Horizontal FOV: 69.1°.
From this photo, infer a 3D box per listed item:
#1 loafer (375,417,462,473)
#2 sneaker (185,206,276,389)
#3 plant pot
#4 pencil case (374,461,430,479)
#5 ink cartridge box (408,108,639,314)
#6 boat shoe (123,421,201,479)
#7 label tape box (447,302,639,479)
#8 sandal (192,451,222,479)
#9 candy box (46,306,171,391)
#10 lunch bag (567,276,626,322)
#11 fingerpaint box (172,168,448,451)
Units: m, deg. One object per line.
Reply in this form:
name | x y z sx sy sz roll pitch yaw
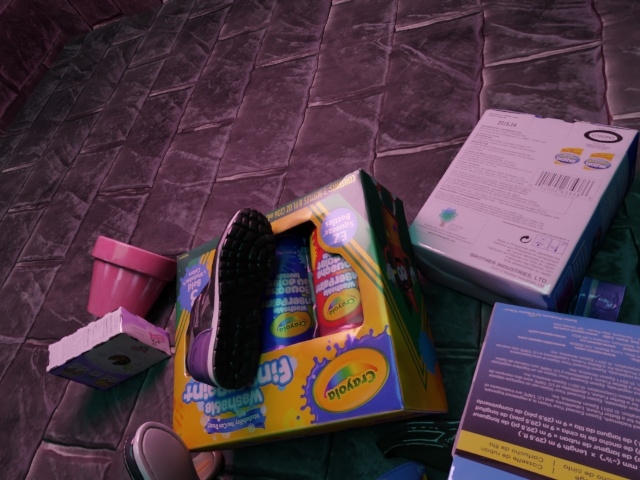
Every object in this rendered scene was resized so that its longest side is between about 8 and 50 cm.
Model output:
loafer | 0.191 0.316 0.707 0.220 0.080 0.078 -14 52 19
sneaker | -0.160 0.083 0.739 0.124 0.107 0.283 -6 68 42
plant pot | -0.476 0.105 1.147 0.201 0.201 0.180 12 80 34
pencil case | 0.143 0.458 0.607 0.133 0.119 0.306 -27 49 0
ink cartridge box | 0.373 -0.078 0.839 0.270 0.151 0.395 24 73 38
boat shoe | -0.234 0.407 0.727 0.091 0.302 0.114 -18 24 9
label tape box | 0.317 0.248 0.585 0.249 0.115 0.347 7 40 28
sandal | -0.261 0.459 0.866 0.180 0.049 0.072 -45 49 -7
candy box | -0.469 0.249 1.046 0.196 0.165 0.070 -28 51 7
lunch bag | 0.424 0.109 0.723 0.065 0.098 0.067 17 37 32
fingerpaint box | -0.053 0.142 0.805 0.445 0.163 0.371 -22 61 29
